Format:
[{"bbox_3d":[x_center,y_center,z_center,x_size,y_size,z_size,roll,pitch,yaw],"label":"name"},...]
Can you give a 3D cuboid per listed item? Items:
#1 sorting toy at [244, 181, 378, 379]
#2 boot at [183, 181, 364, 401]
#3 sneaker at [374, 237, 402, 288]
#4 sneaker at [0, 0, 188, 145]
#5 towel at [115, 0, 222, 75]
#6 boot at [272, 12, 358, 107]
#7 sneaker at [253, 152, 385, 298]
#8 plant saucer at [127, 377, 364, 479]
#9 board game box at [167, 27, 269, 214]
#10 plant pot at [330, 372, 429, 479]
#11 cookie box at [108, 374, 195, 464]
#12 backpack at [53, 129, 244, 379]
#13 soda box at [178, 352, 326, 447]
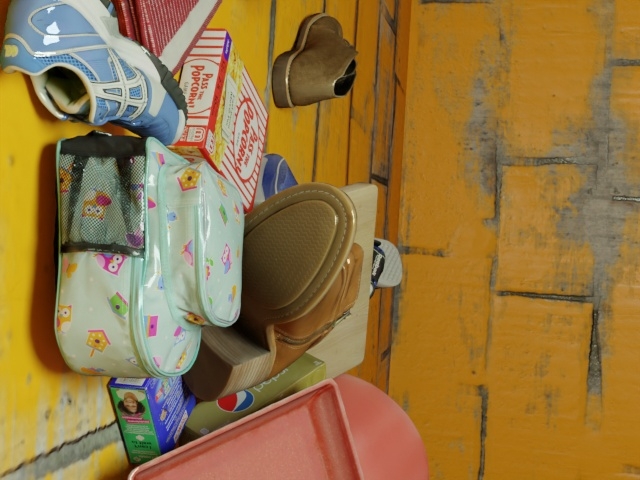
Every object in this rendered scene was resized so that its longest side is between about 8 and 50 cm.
[{"bbox_3d":[-0.051,0.065,0.995,0.257,0.089,0.256,-19,120,-45],"label":"sorting toy"},{"bbox_3d":[-0.004,0.039,0.823,0.220,0.109,0.283,-21,145,-53],"label":"boot"},{"bbox_3d":[0.014,0.028,1.423,0.321,0.127,0.126,28,58,-49],"label":"sneaker"},{"bbox_3d":[-0.174,-0.121,0.622,0.211,0.080,0.081,45,55,-61],"label":"sneaker"},{"bbox_3d":[-0.152,-0.335,0.740,0.237,0.037,0.329,-75,165,-50],"label":"towel"},{"bbox_3d":[0.014,-0.294,1.319,0.305,0.115,0.112,-70,157,-56],"label":"boot"},{"bbox_3d":[0.000,0.001,1.175,0.316,0.182,0.128,77,19,-52],"label":"sneaker"},{"bbox_3d":[-0.055,0.300,0.795,0.258,0.047,0.259,-17,92,-42],"label":"plant saucer"},{"bbox_3d":[-0.114,-0.130,0.937,0.193,0.045,0.147,62,34,-67],"label":"board game box"},{"bbox_3d":[-0.027,0.331,1.019,0.243,0.274,0.275,-30,123,-61],"label":"plant pot"},{"bbox_3d":[-0.164,0.154,0.798,0.092,0.040,0.107,-69,158,-54],"label":"cookie box"},{"bbox_3d":[-0.138,0.021,0.655,0.166,0.144,0.189,51,47,-80],"label":"backpack"},{"bbox_3d":[-0.072,0.190,0.903,0.181,0.058,0.061,-28,127,-41],"label":"soda box"}]
